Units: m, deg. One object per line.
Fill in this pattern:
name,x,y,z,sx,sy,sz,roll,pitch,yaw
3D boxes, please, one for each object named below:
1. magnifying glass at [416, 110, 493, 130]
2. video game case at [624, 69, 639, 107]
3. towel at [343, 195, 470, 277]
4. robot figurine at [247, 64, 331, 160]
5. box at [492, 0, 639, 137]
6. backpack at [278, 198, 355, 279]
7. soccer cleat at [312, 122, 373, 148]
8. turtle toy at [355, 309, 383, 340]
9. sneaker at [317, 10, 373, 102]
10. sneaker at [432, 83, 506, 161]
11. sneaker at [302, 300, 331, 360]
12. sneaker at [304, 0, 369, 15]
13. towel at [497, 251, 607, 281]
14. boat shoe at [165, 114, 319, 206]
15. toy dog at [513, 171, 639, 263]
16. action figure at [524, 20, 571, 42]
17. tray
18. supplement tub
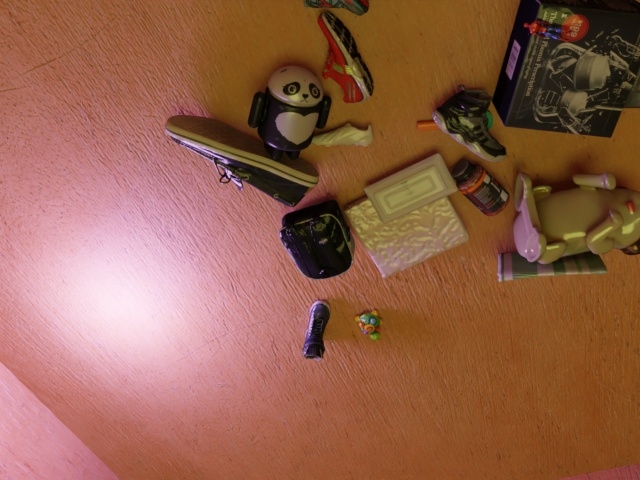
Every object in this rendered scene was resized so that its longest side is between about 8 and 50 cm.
magnifying glass,0.414,-0.360,1.878,0.231,0.026,0.092,-3,126,6
video game case,0.973,-0.470,1.729,0.274,0.026,0.196,-3,127,-14
towel,0.290,-0.057,2.064,0.332,0.053,0.317,-26,113,18
robot figurine,-0.090,-0.373,1.797,0.174,0.209,0.278,27,126,13
box,0.684,-0.487,1.680,0.313,0.179,0.343,5,126,-2
backpack,0.000,0.000,2.051,0.225,0.191,0.253,-18,116,18
soccer cleat,0.066,-0.329,1.897,0.196,0.068,0.076,0,111,1
turtle toy,0.195,0.332,2.357,0.095,0.066,0.130,-21,122,17
sneaker,0.049,-0.510,1.742,0.118,0.107,0.279,-16,121,25
sneaker,0.476,-0.349,1.807,0.269,0.101,0.153,30,122,-14
sneaker,-0.013,0.356,2.327,0.086,0.163,0.226,10,124,-3
sneaker,0.008,-0.677,1.642,0.262,0.104,0.125,29,139,-13
towel,0.757,0.081,2.025,0.325,0.248,0.038,-4,103,17
boat shoe,-0.250,-0.241,1.899,0.500,0.186,0.156,22,118,-19
toy dog,0.843,-0.045,1.932,0.408,0.284,0.395,-7,146,6
action figure,0.568,-0.527,1.532,0.115,0.030,0.038,15,120,-1
tray,0.288,-0.159,1.954,0.270,0.030,0.145,-25,109,20
supplement tub,0.510,-0.172,1.958,0.198,0.106,0.106,38,119,-23
